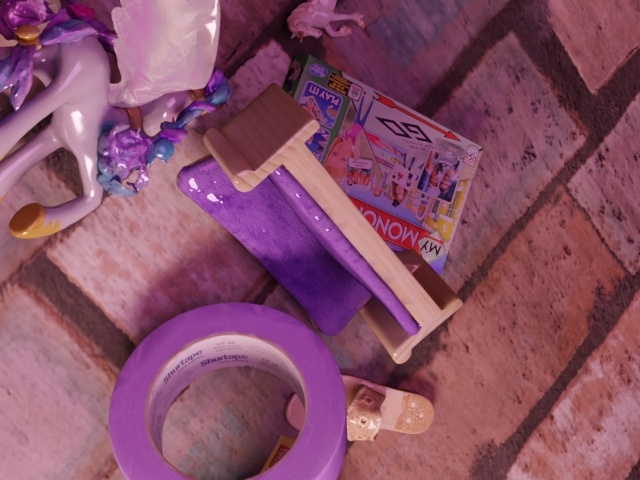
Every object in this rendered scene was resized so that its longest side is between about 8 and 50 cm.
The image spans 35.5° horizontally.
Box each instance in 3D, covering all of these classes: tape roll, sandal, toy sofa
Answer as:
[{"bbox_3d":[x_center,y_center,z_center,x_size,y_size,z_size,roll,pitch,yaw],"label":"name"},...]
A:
[{"bbox_3d":[-0.106,0.213,1.182,0.275,0.275,0.090,-39,154,-21],"label":"tape roll"},{"bbox_3d":[0.074,0.240,1.395,0.240,0.079,0.088,9,91,-30],"label":"sandal"},{"bbox_3d":[0.000,0.000,1.236,0.177,0.150,0.362,-41,123,1],"label":"toy sofa"}]

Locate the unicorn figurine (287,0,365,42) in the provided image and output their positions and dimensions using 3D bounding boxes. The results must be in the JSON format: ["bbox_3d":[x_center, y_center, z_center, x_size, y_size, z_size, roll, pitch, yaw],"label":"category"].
[{"bbox_3d":[0.010,-0.312,1.317,0.111,0.060,0.161,10,74,-30],"label":"unicorn figurine"}]

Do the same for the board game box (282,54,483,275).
[{"bbox_3d":[0.065,-0.091,1.375,0.317,0.046,0.213,22,83,-30],"label":"board game box"}]

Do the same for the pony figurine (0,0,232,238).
[{"bbox_3d":[-0.260,-0.183,1.077,0.363,0.303,0.351,-35,143,-26],"label":"pony figurine"}]

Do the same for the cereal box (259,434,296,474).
[{"bbox_3d":[-0.048,0.375,1.271,0.173,0.047,0.240,-58,152,-28],"label":"cereal box"}]
